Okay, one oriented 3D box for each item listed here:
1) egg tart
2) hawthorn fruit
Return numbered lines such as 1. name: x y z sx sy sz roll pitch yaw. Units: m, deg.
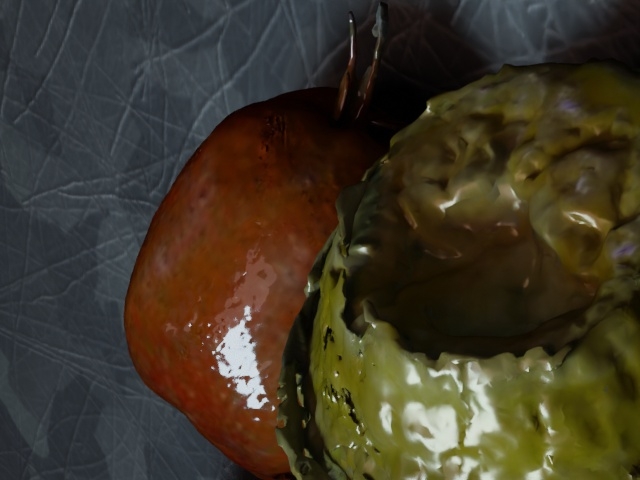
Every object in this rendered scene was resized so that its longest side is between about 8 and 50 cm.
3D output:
1. egg tart: 0.106 0.017 0.821 0.315 0.315 0.120 25 159 43
2. hawthorn fruit: 0.000 0.000 1.045 0.211 0.211 0.299 40 126 31
